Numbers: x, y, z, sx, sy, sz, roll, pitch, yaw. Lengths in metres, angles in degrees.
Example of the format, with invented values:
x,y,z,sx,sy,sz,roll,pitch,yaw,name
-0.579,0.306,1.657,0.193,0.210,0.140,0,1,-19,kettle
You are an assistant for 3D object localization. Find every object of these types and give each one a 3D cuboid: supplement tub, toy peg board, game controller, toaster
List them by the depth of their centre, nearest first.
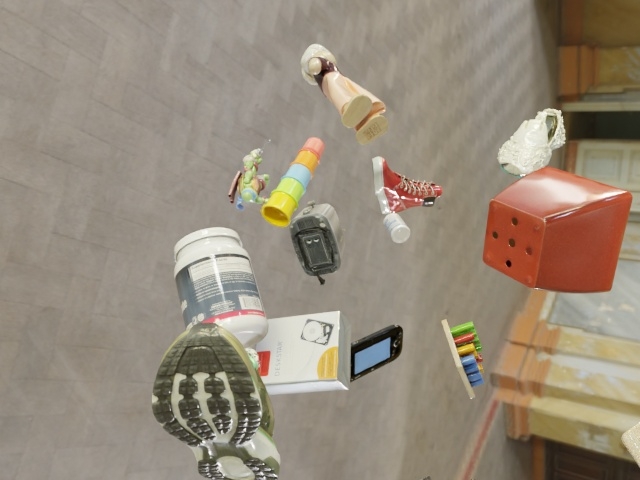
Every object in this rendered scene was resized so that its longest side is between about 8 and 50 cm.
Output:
x,y,z,sx,sy,sz,roll,pitch,yaw,name
-0.247,0.127,1.393,0.191,0.191,0.272,27,39,-57,supplement tub
0.405,0.311,1.561,0.161,0.079,0.161,-99,163,-49,toy peg board
0.000,0.000,1.682,0.146,0.129,0.227,-63,137,-63,toaster
0.269,-0.044,2.029,0.107,0.071,0.071,-115,-170,-59,supplement tub
0.195,0.441,2.229,0.319,0.067,0.166,-19,114,-29,game controller

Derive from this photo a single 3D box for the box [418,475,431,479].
x,y,z,sx,sy,sz,roll,pitch,yaw,name
0.122,0.472,0.923,0.036,0.207,0.114,-1,56,-46,box

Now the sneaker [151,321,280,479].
x,y,z,sx,sy,sz,roll,pitch,yaw,name
-0.149,0.232,0.901,0.410,0.158,0.182,87,3,-46,sneaker

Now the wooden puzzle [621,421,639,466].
x,y,z,sx,sy,sz,roll,pitch,yaw,name
0.983,0.586,1.588,0.238,0.221,0.044,-20,157,-24,wooden puzzle

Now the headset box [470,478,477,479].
x,y,z,sx,sy,sz,roll,pitch,yaw,name
0.465,0.713,1.615,0.062,0.083,0.032,-92,-161,-73,headset box

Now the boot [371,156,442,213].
x,y,z,sx,sy,sz,roll,pitch,yaw,name
0.235,-0.157,1.552,0.244,0.176,0.088,56,31,-60,boot

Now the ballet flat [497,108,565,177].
x,y,z,sx,sy,sz,roll,pitch,yaw,name
0.632,-0.308,1.702,0.409,0.147,0.147,-36,126,-50,ballet flat

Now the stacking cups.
x,y,z,sx,sy,sz,roll,pitch,yaw,name
-0.076,-0.185,1.748,0.316,0.096,0.096,-65,145,-35,stacking cups

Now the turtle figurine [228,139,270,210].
x,y,z,sx,sy,sz,roll,pitch,yaw,name
-0.191,-0.226,2.039,0.198,0.266,0.275,33,106,-20,turtle figurine

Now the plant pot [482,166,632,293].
x,y,z,sx,sy,sz,roll,pitch,yaw,name
0.565,-0.015,1.443,0.235,0.267,0.267,-11,115,-26,plant pot

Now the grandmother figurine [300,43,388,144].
x,y,z,sx,sy,sz,roll,pitch,yaw,name
0.042,-0.347,1.303,0.104,0.342,0.208,-33,136,5,grandmother figurine

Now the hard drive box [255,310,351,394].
x,y,z,sx,sy,sz,roll,pitch,yaw,name
-0.045,0.290,1.465,0.089,0.232,0.181,50,35,-51,hard drive box
